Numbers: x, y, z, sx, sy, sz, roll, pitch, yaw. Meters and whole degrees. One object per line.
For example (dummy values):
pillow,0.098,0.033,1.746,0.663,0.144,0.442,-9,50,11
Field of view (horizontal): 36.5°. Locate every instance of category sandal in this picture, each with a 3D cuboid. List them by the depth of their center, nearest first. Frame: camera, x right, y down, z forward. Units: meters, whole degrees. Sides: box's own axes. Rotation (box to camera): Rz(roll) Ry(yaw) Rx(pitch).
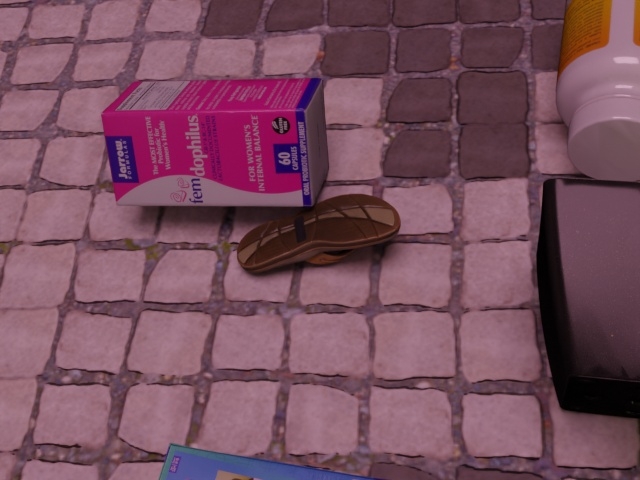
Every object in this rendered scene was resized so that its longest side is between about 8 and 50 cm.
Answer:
sandal,0.000,0.000,1.024,0.180,0.049,0.072,-17,46,15

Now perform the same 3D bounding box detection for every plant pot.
plant pot,0.285,0.064,0.856,0.188,0.187,0.166,4,68,12

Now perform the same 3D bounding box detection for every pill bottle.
pill bottle,0.327,-0.187,1.048,0.136,0.136,0.245,6,56,13

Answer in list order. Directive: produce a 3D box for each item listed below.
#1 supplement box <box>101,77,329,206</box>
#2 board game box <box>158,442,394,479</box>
supplement box,-0.110,-0.107,1.054,0.220,0.111,0.114,1,27,11
board game box,-0.051,0.270,0.831,0.210,0.047,0.160,7,57,14
